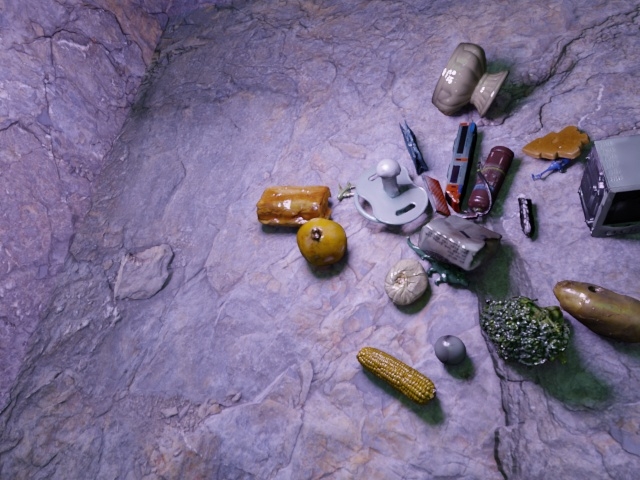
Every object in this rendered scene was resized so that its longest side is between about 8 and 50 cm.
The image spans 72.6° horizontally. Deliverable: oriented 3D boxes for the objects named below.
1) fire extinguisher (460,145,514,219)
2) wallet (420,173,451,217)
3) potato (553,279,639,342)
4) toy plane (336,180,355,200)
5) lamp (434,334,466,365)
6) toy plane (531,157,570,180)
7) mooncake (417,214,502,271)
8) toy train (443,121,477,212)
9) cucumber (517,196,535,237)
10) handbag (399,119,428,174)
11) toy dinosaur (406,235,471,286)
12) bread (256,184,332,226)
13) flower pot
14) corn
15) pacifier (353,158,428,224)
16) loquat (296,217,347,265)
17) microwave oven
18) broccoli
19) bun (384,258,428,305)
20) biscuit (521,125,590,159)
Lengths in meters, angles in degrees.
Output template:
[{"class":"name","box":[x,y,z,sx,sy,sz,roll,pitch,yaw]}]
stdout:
[{"class":"fire extinguisher","box":[0.654,-0.218,1.738,0.141,0.105,0.341,11,65,48]},{"class":"wallet","box":[0.477,-0.185,1.793,0.020,0.103,0.197,-41,46,39]},{"class":"potato","box":[0.877,0.218,1.356,0.296,0.191,0.141,30,88,31]},{"class":"toy plane","box":[0.111,-0.222,1.982,0.102,0.040,0.111,30,77,33]},{"class":"lamp","box":[0.443,0.374,1.488,0.105,0.105,0.105,-9,60,16]},{"class":"toy plane","box":[0.910,-0.288,1.710,0.167,0.054,0.062,-33,31,1]},{"class":"mooncake","box":[0.511,0.010,1.601,0.254,0.250,0.136,32,122,33]},{"class":"toy train","box":[0.581,-0.308,1.820,0.089,0.086,0.409,9,66,25]},{"class":"cucumber","box":[0.779,-0.089,1.647,0.053,0.053,0.182,-3,64,20]},{"class":"handbag","box":[0.404,-0.410,1.910,0.057,0.144,0.221,-21,59,16]},{"class":"toy dinosaur","box":[0.437,0.096,1.662,0.292,0.079,0.120,26,69,28]},{"class":"bread","box":[-0.116,-0.146,1.958,0.344,0.149,0.195,3,45,20]},{"class":"flower pot","box":[0.650,-0.672,1.886,0.244,0.307,0.307,31,76,14]},{"class":"corn","box":[0.261,0.460,1.516,0.313,0.102,0.102,28,76,34]},{"class":"pacifier","box":[0.272,-0.222,1.783,0.288,0.269,0.343,-30,53,-6]},{"class":"loquat","box":[0.000,0.000,1.781,0.213,0.246,0.213,-4,72,11]},{"class":"microwave oven","box":[0.991,-0.174,1.463,0.181,0.295,0.238,-7,60,18]},{"class":"broccoli","box":[0.677,0.289,1.420,0.245,0.248,0.288,-2,43,-21]},{"class":"bun","box":[0.322,0.153,1.653,0.164,0.111,0.188,37,77,30]},{"class":"biscuit","box":[0.930,-0.376,1.728,0.238,0.041,0.212,-7,42,33]}]
